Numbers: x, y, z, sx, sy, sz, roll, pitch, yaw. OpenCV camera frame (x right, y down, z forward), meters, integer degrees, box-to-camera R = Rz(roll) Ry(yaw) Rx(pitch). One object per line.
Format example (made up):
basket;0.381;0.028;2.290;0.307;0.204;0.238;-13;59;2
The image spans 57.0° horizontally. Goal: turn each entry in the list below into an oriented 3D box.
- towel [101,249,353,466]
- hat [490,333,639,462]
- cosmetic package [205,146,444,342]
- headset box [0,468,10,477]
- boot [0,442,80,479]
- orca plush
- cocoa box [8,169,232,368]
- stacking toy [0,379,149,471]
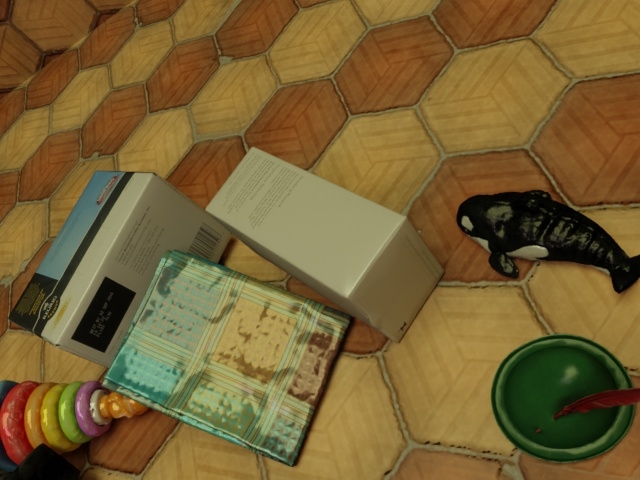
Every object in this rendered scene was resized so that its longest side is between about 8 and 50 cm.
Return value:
towel;-0.162;0.186;1.006;0.369;0.040;0.272;18;73;16
hat;0.292;0.165;0.724;0.208;0.183;0.173;-21;53;20
cosmetic package;0.000;0.000;0.999;0.365;0.197;0.155;28;78;38
headset box;-0.633;0.451;1.220;0.083;0.032;0.062;-19;55;20
boot;-0.613;0.593;0.959;0.445;0.146;0.367;-38;26;13
orca plush;0.318;-0.014;0.871;0.151;0.102;0.287;-46;49;-1
cocoa box;-0.388;0.064;1.164;0.227;0.231;0.347;8;67;42
stacking toy;-0.462;0.330;1.128;0.301;0.175;0.166;-15;53;10
